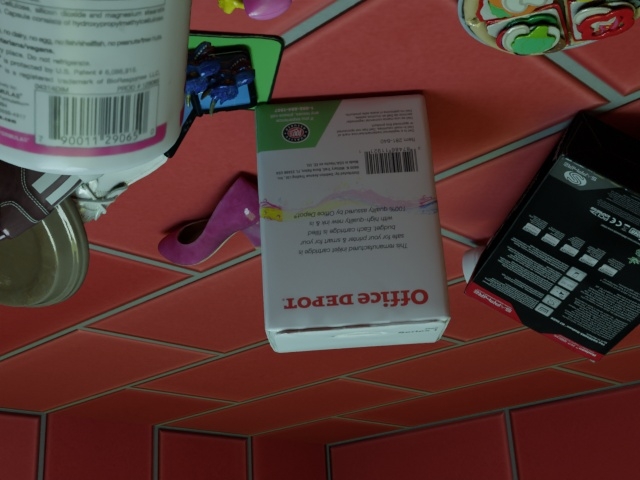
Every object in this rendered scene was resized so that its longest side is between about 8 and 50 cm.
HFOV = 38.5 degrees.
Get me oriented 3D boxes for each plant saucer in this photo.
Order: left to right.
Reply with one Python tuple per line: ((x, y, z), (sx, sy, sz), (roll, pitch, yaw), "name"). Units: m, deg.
((-0.406, -0.023, 1.102), (0.278, 0.041, 0.278), (15, 130, 18), "plant saucer")

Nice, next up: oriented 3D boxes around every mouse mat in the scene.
((-0.141, -0.184, 1.001), (0.190, 0.007, 0.152), (0, 158, -12), "mouse mat")

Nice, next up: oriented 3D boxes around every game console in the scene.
((-0.127, -0.147, 0.997), (0.071, 0.107, 0.122), (23, 161, 10), "game console")

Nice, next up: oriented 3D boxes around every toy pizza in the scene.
((0.236, -0.233, 0.895), (0.201, 0.032, 0.201), (-3, 159, -1), "toy pizza")

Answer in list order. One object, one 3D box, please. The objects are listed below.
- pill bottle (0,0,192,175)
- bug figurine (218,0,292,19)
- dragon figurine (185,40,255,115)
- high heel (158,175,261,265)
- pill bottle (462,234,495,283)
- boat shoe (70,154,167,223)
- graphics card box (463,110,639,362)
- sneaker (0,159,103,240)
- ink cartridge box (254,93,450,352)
((-0.159, -0.201, 0.595), (0.160, 0.160, 0.283), (2, 122, -14), "pill bottle")
((0.004, -0.256, 0.598), (0.072, 0.216, 0.279), (33, 163, 12), "bug figurine")
((-0.205, -0.166, 0.847), (0.289, 0.144, 0.085), (-9, 157, 15), "dragon figurine")
((-0.168, -0.031, 1.330), (0.244, 0.082, 0.117), (-4, 131, 41), "high heel")
((0.328, 0.032, 1.481), (0.180, 0.108, 0.108), (-18, 154, 33), "pill bottle")
((-0.285, -0.063, 1.102), (0.277, 0.096, 0.098), (-18, 152, 32), "boat shoe")
((0.367, 0.011, 1.255), (0.233, 0.094, 0.371), (28, 149, 6), "graphics card box")
((-0.332, -0.091, 0.837), (0.281, 0.162, 0.106), (32, 164, 35), "sneaker")
((0.033, -0.018, 1.070), (0.201, 0.278, 0.117), (-4, 160, 0), "ink cartridge box")
